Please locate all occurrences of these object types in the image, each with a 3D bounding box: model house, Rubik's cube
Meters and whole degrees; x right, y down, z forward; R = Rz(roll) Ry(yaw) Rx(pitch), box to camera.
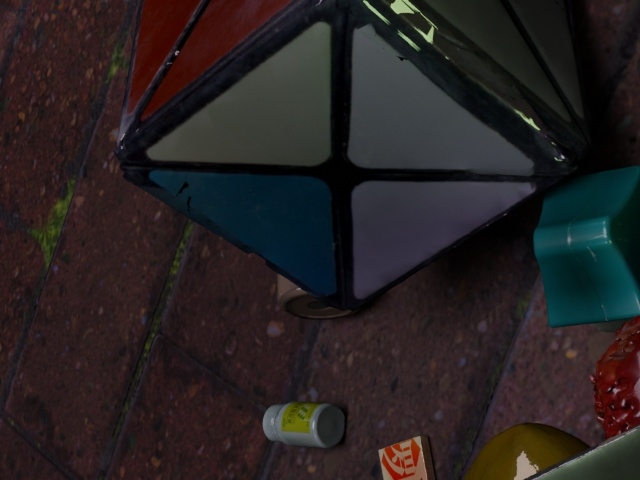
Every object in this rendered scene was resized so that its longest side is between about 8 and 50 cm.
[{"bbox_3d":[0.241,0.009,1.239,0.100,0.149,0.127,-11,74,40],"label":"model house"},{"bbox_3d":[0.031,-0.163,1.319,0.307,0.310,0.305,-35,38,32],"label":"Rubik's cube"}]

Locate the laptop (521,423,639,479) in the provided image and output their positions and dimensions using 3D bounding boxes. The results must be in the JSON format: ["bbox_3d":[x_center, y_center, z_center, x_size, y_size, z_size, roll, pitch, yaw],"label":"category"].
[{"bbox_3d":[0.261,0.247,1.097,0.187,0.269,0.015,-31,24,22],"label":"laptop"}]

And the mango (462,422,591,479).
[{"bbox_3d":[0.168,0.297,1.224,0.195,0.142,0.332,31,129,5],"label":"mango"}]

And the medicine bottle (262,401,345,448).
[{"bbox_3d":[-0.018,0.192,1.538,0.083,0.047,0.047,-3,80,44],"label":"medicine bottle"}]

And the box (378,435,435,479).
[{"bbox_3d":[0.089,0.243,1.444,0.058,0.015,0.093,-26,65,41],"label":"box"}]

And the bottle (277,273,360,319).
[{"bbox_3d":[0.001,0.000,1.529,0.099,0.099,0.152,-24,58,40],"label":"bottle"}]

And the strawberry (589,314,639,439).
[{"bbox_3d":[0.296,0.132,1.151,0.184,0.187,0.201,47,155,5],"label":"strawberry"}]
